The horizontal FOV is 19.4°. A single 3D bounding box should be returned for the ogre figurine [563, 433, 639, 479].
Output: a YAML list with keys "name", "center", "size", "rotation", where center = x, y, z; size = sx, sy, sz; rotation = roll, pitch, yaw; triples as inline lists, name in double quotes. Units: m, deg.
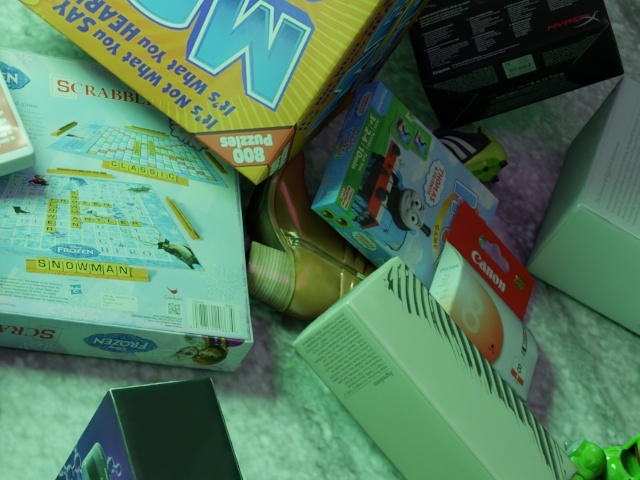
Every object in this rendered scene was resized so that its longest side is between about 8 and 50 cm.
- name: "ogre figurine"
  center: [0.308, 0.260, 1.858]
  size: [0.197, 0.097, 0.118]
  rotation: [2, 63, -4]

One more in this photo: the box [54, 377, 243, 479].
- name: "box"
  center: [-0.129, 0.275, 1.575]
  size: [0.103, 0.184, 0.261]
  rotation: [-5, 59, -26]

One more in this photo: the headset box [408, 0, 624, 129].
- name: "headset box"
  center: [0.200, -0.298, 2.133]
  size: [0.218, 0.110, 0.293]
  rotation: [-18, 58, 9]

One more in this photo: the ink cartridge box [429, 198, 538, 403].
- name: "ink cartridge box"
  center: [0.179, 0.062, 1.931]
  size: [0.145, 0.045, 0.179]
  rotation: [46, 48, -28]

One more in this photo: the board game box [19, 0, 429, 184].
- name: "board game box"
  center: [-0.051, -0.344, 1.885]
  size: [0.356, 0.356, 0.356]
  rotation: [38, 28, 3]

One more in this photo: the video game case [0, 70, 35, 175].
- name: "video game case"
  center: [-0.435, -0.113, 1.752]
  size: [0.285, 0.025, 0.204]
  rotation: [-18, 61, -16]

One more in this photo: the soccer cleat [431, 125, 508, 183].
- name: "soccer cleat"
  center: [0.127, -0.089, 2.055]
  size: [0.179, 0.060, 0.072]
  rotation: [-9, 51, -38]

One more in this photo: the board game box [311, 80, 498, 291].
- name: "board game box"
  center: [0.092, -0.038, 1.932]
  size: [0.211, 0.039, 0.160]
  rotation: [43, 52, -32]

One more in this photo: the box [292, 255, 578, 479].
- name: "box"
  center: [0.110, 0.159, 1.795]
  size: [0.275, 0.113, 0.094]
  rotation: [50, 49, -2]

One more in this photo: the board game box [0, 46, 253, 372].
- name: "board game box"
  center: [-0.234, -0.037, 1.828]
  size: [0.319, 0.066, 0.318]
  rotation: [9, 54, -20]

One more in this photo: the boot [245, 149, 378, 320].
- name: "boot"
  center: [0.000, 0.000, 1.917]
  size: [0.152, 0.073, 0.197]
  rotation: [21, 60, -15]

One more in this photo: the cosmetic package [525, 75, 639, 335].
- name: "cosmetic package"
  center: [0.374, -0.023, 2.069]
  size: [0.225, 0.138, 0.224]
  rotation: [31, 49, -5]
